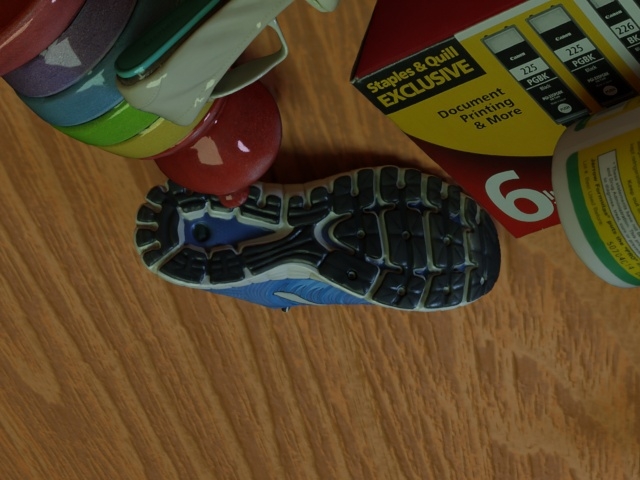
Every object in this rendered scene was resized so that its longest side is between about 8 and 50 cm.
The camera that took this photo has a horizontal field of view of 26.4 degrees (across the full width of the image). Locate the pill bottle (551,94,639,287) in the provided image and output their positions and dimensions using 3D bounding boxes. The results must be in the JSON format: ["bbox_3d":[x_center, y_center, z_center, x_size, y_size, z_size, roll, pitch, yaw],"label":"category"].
[{"bbox_3d":[0.256,-0.051,0.828,0.208,0.117,0.117,-22,132,41],"label":"pill bottle"}]

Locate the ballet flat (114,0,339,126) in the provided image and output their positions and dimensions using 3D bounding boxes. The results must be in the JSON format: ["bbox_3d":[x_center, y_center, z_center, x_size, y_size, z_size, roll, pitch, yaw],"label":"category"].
[{"bbox_3d":[-0.034,-0.172,0.945,0.248,0.086,0.086,-41,125,9],"label":"ballet flat"}]

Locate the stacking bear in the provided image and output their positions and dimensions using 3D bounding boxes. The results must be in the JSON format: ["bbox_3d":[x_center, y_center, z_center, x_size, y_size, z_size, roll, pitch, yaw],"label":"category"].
[{"bbox_3d":[-0.143,-0.132,1.070,0.164,0.175,0.289,-6,150,38],"label":"stacking bear"}]

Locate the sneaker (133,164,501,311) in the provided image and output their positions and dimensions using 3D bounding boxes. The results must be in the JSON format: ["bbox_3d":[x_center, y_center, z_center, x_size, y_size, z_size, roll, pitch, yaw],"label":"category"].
[{"bbox_3d":[0.000,0.000,1.245,0.330,0.129,0.147,6,173,-3],"label":"sneaker"}]

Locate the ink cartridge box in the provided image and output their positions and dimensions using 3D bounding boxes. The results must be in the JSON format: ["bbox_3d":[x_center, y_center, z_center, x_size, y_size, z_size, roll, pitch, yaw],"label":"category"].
[{"bbox_3d":[0.184,-0.161,0.920,0.309,0.130,0.272,-21,131,41],"label":"ink cartridge box"}]
